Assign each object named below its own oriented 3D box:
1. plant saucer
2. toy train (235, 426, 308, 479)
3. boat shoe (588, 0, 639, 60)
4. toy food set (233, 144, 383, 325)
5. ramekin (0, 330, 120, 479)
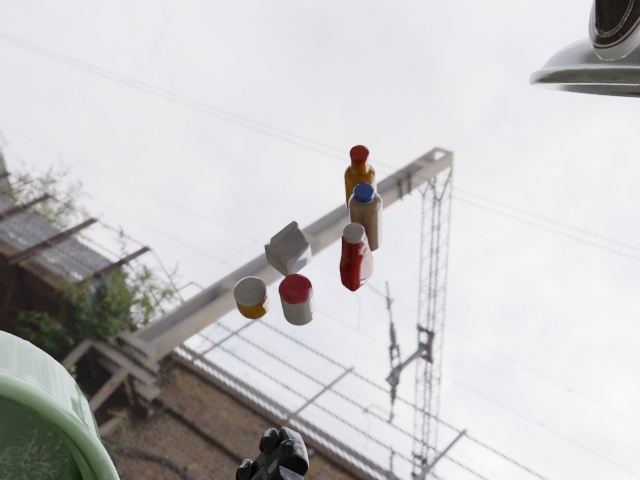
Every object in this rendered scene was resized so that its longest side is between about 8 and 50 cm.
[{"bbox_3d":[0.508,-0.258,1.129,0.400,0.400,0.101,11,-79,41],"label":"plant saucer"},{"bbox_3d":[-0.058,0.168,0.421,0.027,0.158,0.036,32,10,-29],"label":"toy train"},{"bbox_3d":[0.360,-0.321,0.950,0.077,0.219,0.070,-2,-27,44],"label":"boat shoe"},{"bbox_3d":[0.000,0.000,0.914,0.111,0.232,0.105,39,-25,29],"label":"toy food set"},{"bbox_3d":[-0.319,0.215,0.649,0.148,0.303,0.304,-138,-149,-66],"label":"ramekin"}]
